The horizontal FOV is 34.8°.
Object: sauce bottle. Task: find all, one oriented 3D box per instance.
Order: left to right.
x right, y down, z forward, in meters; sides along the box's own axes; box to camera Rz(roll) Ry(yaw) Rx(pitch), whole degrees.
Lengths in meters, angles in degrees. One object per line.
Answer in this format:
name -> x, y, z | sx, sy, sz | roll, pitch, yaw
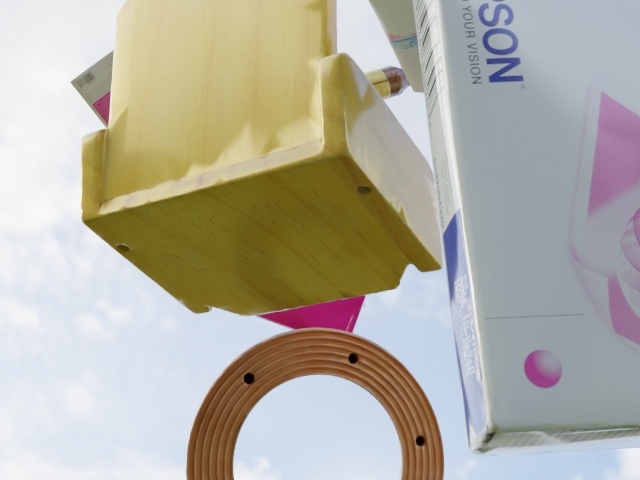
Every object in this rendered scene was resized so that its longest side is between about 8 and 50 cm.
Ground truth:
sauce bottle -> 0.074, -0.193, 1.268 | 0.128, 0.042, 0.042 | -16, -43, -17

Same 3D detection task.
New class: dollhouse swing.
dollhouse swing -> -0.062, -0.130, 1.198 | 0.346, 0.305, 0.315 | -13, -39, 29

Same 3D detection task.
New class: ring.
ring -> -0.004, 0.278, 1.279 | 0.336, 0.337, 0.032 | 27, -15, -11

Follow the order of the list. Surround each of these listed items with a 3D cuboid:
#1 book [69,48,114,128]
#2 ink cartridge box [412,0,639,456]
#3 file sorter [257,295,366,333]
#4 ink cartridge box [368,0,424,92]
book -> -0.306, -0.216, 1.585 | 0.096, 0.035, 0.144 | -38, -76, -8
ink cartridge box -> 0.237, -0.039, 0.639 | 0.330, 0.324, 0.071 | -2, -23, -6
file sorter -> 0.000, 0.000, 1.553 | 0.202, 0.291, 0.182 | 19, -8, 8
ink cartridge box -> 0.123, -0.266, 1.016 | 0.093, 0.154, 0.212 | 9, -25, 31
